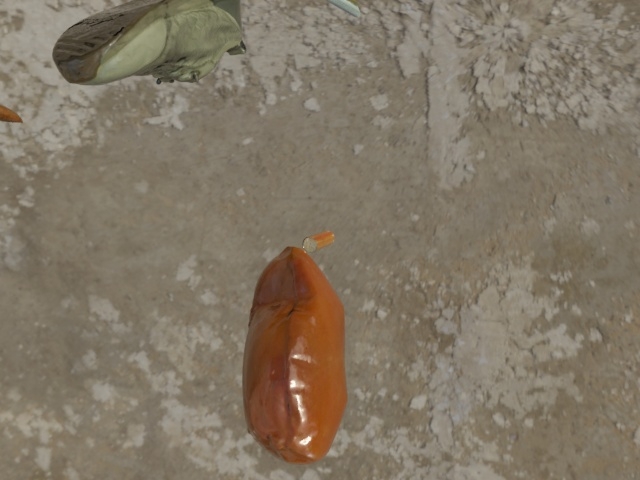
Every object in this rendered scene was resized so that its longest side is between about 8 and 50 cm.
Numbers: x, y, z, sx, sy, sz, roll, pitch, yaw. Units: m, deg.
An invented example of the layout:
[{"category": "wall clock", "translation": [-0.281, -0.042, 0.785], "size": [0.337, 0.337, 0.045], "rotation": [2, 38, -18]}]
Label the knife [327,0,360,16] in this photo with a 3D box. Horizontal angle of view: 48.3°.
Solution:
[{"category": "knife", "translation": [-0.082, -0.307, 0.687], "size": [0.027, 0.343, 0.061], "rotation": [-33, 52, 34]}]

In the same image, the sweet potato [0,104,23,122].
[{"category": "sweet potato", "translation": [-0.681, -0.272, 1.530], "size": [0.034, 0.095, 0.034], "rotation": [-6, 77, 26]}]

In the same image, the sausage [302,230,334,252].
[{"category": "sausage", "translation": [0.000, 0.000, 1.318], "size": [0.031, 0.107, 0.031], "rotation": [4, 100, 21]}]

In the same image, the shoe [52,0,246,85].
[{"category": "shoe", "translation": [-0.163, -0.208, 0.747], "size": [0.103, 0.275, 0.098], "rotation": [-1, 119, 34]}]

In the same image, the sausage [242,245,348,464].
[{"category": "sausage", "translation": [-0.021, 0.095, 0.594], "size": [0.089, 0.089, 0.179], "rotation": [-7, 61, 16]}]
